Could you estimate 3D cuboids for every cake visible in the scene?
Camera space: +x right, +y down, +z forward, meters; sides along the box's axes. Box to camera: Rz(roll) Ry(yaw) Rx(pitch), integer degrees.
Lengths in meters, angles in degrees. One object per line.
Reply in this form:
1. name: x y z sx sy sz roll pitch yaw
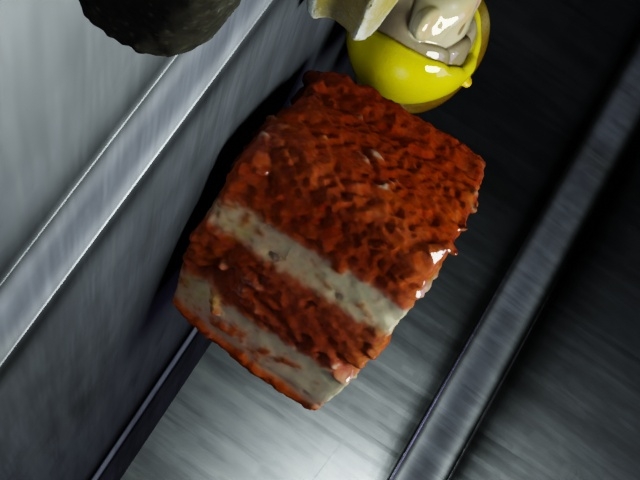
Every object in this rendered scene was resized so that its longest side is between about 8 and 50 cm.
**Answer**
1. cake: 0.000 0.000 1.234 0.319 0.270 0.269 -58 178 36

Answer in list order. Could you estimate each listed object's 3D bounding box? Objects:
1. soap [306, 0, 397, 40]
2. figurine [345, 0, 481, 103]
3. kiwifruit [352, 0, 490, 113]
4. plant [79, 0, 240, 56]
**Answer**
1. soap: 0.069 -0.300 0.890 0.160 0.080 0.257 -56 179 -16
2. figurine: 0.154 -0.334 1.283 0.215 0.187 0.343 -42 161 -49
3. kiwifruit: 0.149 -0.298 1.544 0.234 0.196 0.196 -53 177 -20
4. plant: -0.053 -0.130 0.379 0.094 0.092 0.143 -47 180 -31
